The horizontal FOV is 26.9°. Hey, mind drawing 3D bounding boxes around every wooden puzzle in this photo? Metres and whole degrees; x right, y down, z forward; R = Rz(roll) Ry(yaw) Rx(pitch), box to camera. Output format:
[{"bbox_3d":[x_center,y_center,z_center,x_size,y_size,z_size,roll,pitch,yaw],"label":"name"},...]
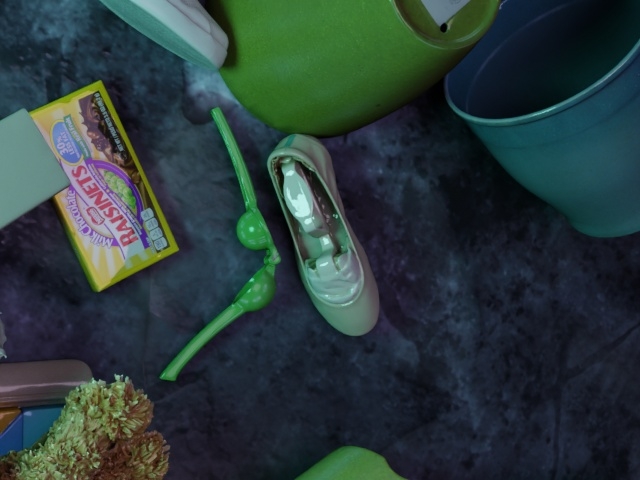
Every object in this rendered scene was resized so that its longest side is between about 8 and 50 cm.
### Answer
[{"bbox_3d":[-0.340,0.249,1.385,0.220,0.044,0.239,-2,91,-26],"label":"wooden puzzle"}]

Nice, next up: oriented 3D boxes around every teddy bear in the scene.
[{"bbox_3d":[-0.290,0.270,1.303,0.338,0.113,0.245,-22,141,-32],"label":"teddy bear"}]

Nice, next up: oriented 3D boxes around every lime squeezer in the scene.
[{"bbox_3d":[-0.098,0.011,1.511,0.109,0.059,0.311,10,87,4],"label":"lime squeezer"}]

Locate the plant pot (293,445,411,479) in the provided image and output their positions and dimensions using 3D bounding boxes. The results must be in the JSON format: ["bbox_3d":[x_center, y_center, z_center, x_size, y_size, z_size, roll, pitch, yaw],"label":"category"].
[{"bbox_3d":[0.000,0.370,1.456,0.254,0.276,0.276,-39,107,-33],"label":"plant pot"}]

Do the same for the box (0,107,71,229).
[{"bbox_3d":[-0.385,-0.018,1.290,0.275,0.113,0.094,-37,103,-34],"label":"box"}]

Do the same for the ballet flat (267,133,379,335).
[{"bbox_3d":[0.000,0.000,1.529,0.086,0.086,0.249,-24,96,-25],"label":"ballet flat"}]

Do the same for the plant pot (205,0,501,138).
[{"bbox_3d":[0.056,-0.255,1.442,0.274,0.293,0.275,0,91,-26],"label":"plant pot"}]

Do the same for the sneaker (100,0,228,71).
[{"bbox_3d":[-0.182,-0.325,1.427,0.292,0.108,0.169,39,77,-20],"label":"sneaker"}]

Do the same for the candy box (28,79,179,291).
[{"bbox_3d":[-0.241,-0.058,1.443,0.105,0.027,0.206,-28,102,-20],"label":"candy box"}]

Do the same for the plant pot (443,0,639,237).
[{"bbox_3d":[0.328,-0.151,1.610,0.272,0.271,0.255,-51,125,-17],"label":"plant pot"}]

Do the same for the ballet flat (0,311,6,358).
[{"bbox_3d":[-0.458,0.190,1.265,0.409,0.147,0.147,-39,107,-2],"label":"ballet flat"}]
